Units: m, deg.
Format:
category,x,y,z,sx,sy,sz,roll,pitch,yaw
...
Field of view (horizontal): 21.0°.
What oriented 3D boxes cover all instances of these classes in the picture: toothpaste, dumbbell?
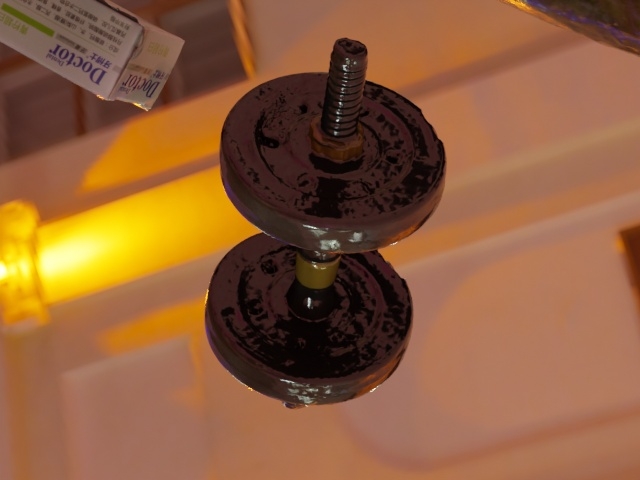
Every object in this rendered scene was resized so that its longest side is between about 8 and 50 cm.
category,x,y,z,sx,sy,sz,roll,pitch,yaw
toothpaste,-0.264,-0.201,1.287,0.336,0.067,0.081,30,-171,16
dumbbell,0.000,0.000,1.126,0.325,0.143,0.143,99,174,-45

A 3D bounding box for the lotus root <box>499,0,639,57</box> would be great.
category,x,y,z,sx,sy,sz,roll,pitch,yaw
lotus root,0.195,-0.272,1.216,0.250,0.346,0.250,-55,-17,-27
